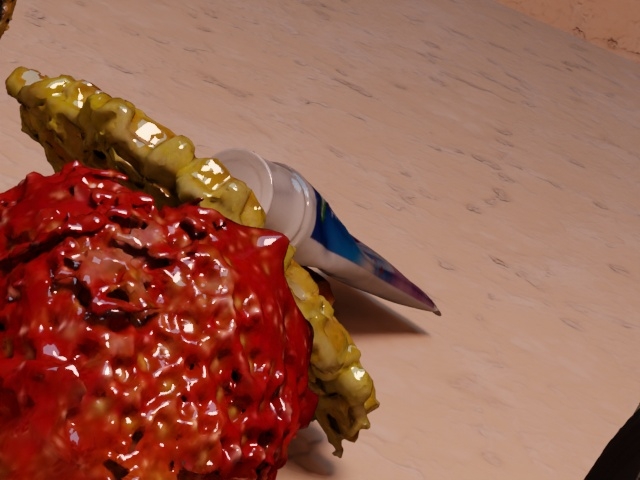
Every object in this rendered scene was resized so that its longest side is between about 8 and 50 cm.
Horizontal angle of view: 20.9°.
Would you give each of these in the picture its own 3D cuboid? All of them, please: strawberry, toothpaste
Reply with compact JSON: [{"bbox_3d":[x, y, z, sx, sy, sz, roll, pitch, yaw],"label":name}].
[{"bbox_3d":[-0.097,0.067,0.779,0.184,0.187,0.201,-15,22,14],"label":"strawberry"},{"bbox_3d":[0.000,0.000,1.144,0.096,0.061,0.266,33,2,27],"label":"toothpaste"}]

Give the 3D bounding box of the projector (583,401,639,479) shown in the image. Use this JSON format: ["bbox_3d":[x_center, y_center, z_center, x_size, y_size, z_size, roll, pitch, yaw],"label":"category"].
[{"bbox_3d":[0.123,0.160,0.636,0.079,0.257,0.259,23,18,-5],"label":"projector"}]

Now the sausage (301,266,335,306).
[{"bbox_3d":[-0.051,0.016,1.172,0.131,0.039,0.041,29,14,12],"label":"sausage"}]

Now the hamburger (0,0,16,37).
[{"bbox_3d":[-0.298,-0.162,1.180,0.185,0.177,0.113,-40,56,-22],"label":"hamburger"}]

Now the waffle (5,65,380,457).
[{"bbox_3d":[-0.071,0.007,0.967,0.245,0.052,0.254,30,-19,44],"label":"waffle"}]
